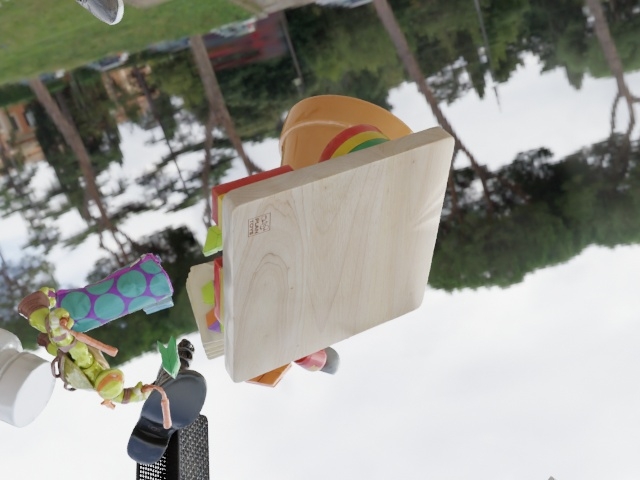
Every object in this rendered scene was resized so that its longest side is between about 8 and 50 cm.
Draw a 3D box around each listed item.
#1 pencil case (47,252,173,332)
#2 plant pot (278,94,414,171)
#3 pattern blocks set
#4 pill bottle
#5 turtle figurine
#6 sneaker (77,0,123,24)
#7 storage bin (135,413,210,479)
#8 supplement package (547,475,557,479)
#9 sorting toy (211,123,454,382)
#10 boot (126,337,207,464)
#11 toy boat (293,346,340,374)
[{"bbox_3d":[-0.276,0.069,1.174,0.151,0.070,0.064,-24,-154,-9],"label":"pencil case"},{"bbox_3d":[0.037,-0.113,1.720,0.290,0.291,0.204,-4,-126,36],"label":"plant pot"},{"bbox_3d":[-0.109,0.089,1.361,0.324,0.026,0.285,-27,-116,-6],"label":"pattern blocks set"},{"bbox_3d":[-0.510,0.180,1.286,0.229,0.131,0.131,21,-147,13],"label":"pill bottle"},{"bbox_3d":[-0.320,0.166,1.204,0.217,0.269,0.087,31,-107,40],"label":"turtle figurine"},{"bbox_3d":[-0.335,-0.345,1.183,0.061,0.158,0.065,-44,-178,41],"label":"sneaker"},{"bbox_3d":[-0.286,0.426,1.715,0.122,0.084,0.180,-28,-128,29],"label":"storage bin"},{"bbox_3d":[0.413,0.548,1.476,0.203,0.194,0.149,-54,175,4],"label":"supplement package"},{"bbox_3d":[0.000,0.000,0.961,0.255,0.257,0.089,-19,-133,-25],"label":"sorting toy"},{"bbox_3d":[-0.272,0.261,1.624,0.263,0.091,0.229,-51,-164,31],"label":"boot"},{"bbox_3d":[-0.068,0.142,1.827,0.267,0.318,0.148,-37,152,13],"label":"toy boat"}]
